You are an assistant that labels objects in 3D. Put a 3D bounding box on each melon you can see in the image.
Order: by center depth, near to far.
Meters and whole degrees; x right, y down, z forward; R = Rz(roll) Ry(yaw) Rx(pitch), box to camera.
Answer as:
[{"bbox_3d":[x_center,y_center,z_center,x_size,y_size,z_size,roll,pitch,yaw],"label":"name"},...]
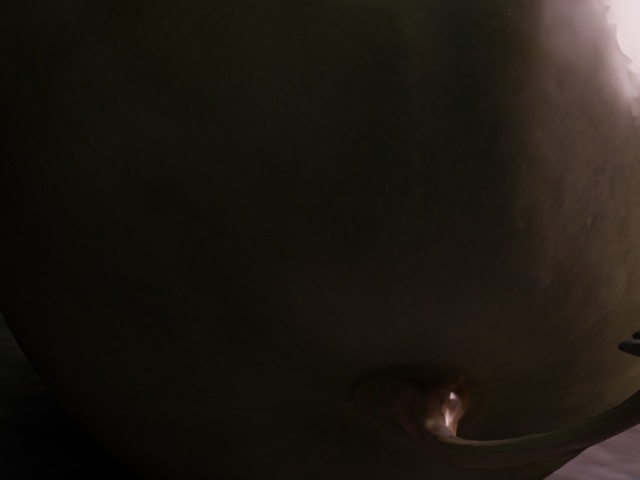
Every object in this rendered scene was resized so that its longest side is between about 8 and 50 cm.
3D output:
[{"bbox_3d":[0.008,-0.040,0.467,0.271,0.272,0.308,13,45,6],"label":"melon"}]
